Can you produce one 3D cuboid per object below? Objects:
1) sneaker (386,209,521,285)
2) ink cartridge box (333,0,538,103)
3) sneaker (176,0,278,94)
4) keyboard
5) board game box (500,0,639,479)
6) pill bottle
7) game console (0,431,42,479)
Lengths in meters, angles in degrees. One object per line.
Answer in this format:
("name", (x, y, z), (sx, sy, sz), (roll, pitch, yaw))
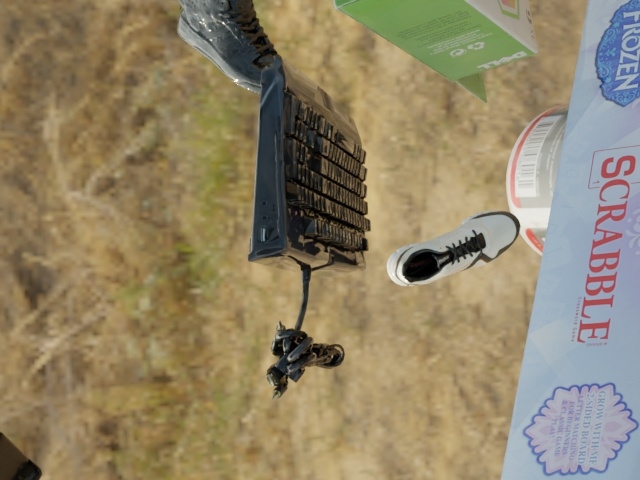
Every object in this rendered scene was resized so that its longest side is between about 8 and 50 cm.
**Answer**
("sneaker", (0.105, 0.010, 1.180), (0.044, 0.109, 0.040), (-121, 6, -84))
("ink cartridge box", (0.075, -0.162, 0.899), (0.062, 0.209, 0.109), (-16, 72, 26))
("sneaker", (-0.083, -0.210, 1.431), (0.170, 0.051, 0.089), (37, 127, 24))
("keyboard", (0.000, 0.000, 1.010), (0.033, 0.317, 0.201), (3, 88, 11))
("board game box", (0.197, 0.083, 0.796), (0.066, 0.318, 0.318), (-6, 49, 28))
("pill bottle", (0.301, -0.053, 1.349), (0.283, 0.161, 0.161), (-179, 89, -66))
("game console", (-0.210, 0.143, 0.789), (0.107, 0.071, 0.122), (23, 68, 47))
